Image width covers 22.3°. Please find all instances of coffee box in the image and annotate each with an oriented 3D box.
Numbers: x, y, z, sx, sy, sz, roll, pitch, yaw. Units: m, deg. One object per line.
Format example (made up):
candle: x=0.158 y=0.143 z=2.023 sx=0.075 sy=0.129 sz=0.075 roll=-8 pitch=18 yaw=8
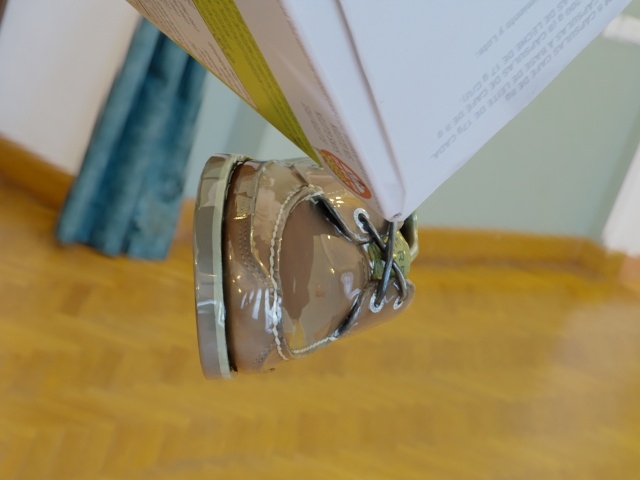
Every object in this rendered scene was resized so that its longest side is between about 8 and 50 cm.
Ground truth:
coffee box: x=0.001 y=-0.287 z=0.678 sx=0.334 sy=0.337 sz=0.338 roll=41 pitch=-9 yaw=32

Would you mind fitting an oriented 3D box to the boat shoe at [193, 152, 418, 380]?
boat shoe: x=0.000 y=0.000 z=0.892 sx=0.104 sy=0.111 sz=0.307 roll=1 pitch=13 yaw=7
